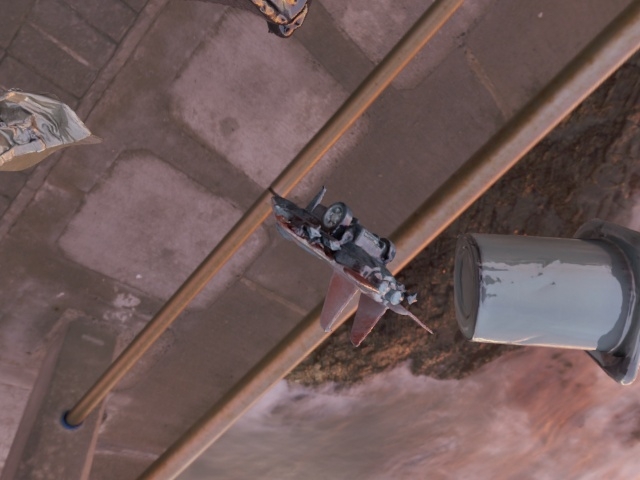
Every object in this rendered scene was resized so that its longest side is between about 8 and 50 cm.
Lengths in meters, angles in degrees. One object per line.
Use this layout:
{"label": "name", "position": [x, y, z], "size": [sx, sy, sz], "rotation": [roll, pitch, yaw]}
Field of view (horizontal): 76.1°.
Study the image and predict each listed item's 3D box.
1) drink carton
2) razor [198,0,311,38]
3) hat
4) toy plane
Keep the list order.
{"label": "drink carton", "position": [0.287, 0.069, 0.551], "size": [0.189, 0.191, 0.186], "rotation": [-2, 105, 7]}
{"label": "razor", "position": [-0.166, -0.394, 0.565], "size": [0.189, 0.326, 0.107], "rotation": [7, 111, -64]}
{"label": "hat", "position": [-0.588, -0.230, 0.839], "size": [0.214, 0.244, 0.149], "rotation": [-24, 117, -13]}
{"label": "toy plane", "position": [0.005, -0.005, 0.514], "size": [0.104, 0.326, 0.223], "rotation": [-47, 129, 9]}
